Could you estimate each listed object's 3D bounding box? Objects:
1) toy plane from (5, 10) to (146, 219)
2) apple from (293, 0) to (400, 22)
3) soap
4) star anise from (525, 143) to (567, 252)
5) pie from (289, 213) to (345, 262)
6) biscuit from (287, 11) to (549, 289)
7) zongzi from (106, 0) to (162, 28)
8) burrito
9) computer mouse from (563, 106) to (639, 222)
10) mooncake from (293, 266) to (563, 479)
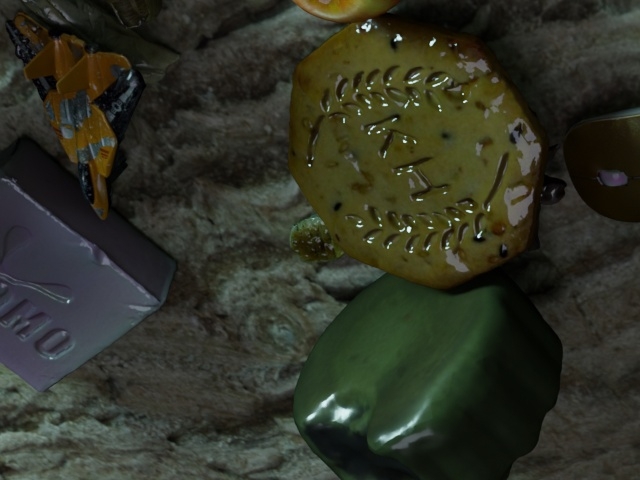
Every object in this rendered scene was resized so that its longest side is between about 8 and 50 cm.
[{"bbox_3d":[-0.283,-0.142,1.947,0.204,0.103,0.316,24,152,21],"label":"toy plane"},{"bbox_3d":[0.032,-0.323,1.718,0.163,0.139,0.163,14,142,11],"label":"apple"},{"bbox_3d":[-0.394,0.036,2.131,0.296,0.107,0.285,40,124,-21],"label":"soap"},{"bbox_3d":[0.191,-0.073,1.912,0.220,0.099,0.214,17,121,-2],"label":"star anise"},{"bbox_3d":[0.000,0.000,2.064,0.084,0.020,0.084,7,131,8],"label":"pie"},{"bbox_3d":[0.107,-0.103,1.855,0.359,0.046,0.359,14,120,26],"label":"biscuit"},{"bbox_3d":[-0.194,-0.338,1.795,0.176,0.078,0.160,-20,127,23],"label":"zongzi"},{"bbox_3d":[-0.281,-0.261,1.893,0.229,0.063,0.058,29,90,-21],"label":"burrito"},{"bbox_3d":[0.444,-0.105,1.844,0.310,0.072,0.158,-11,124,22],"label":"computer mouse"},{"bbox_3d":[0.140,0.182,1.986,0.351,0.351,0.187,-31,119,32],"label":"mooncake"}]
